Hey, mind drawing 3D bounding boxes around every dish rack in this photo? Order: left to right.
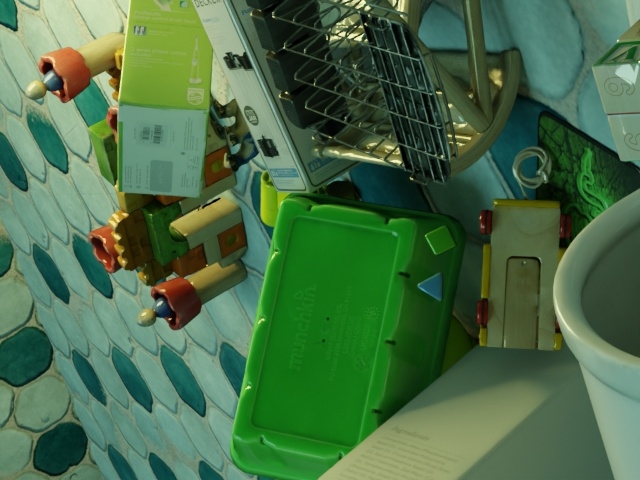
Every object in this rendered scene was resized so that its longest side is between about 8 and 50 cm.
[{"bbox_3d":[0.037,-0.170,1.378,0.271,0.074,0.208,26,147,45],"label":"dish rack"}]

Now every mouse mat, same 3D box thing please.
[{"bbox_3d":[0.287,-0.036,1.524,0.152,0.007,0.189,38,149,38],"label":"mouse mat"}]

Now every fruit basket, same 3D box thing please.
[{"bbox_3d":[0.056,0.135,1.773,0.283,0.392,0.392,10,137,13],"label":"fruit basket"}]

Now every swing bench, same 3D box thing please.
[{"bbox_3d":[0.072,-0.217,1.547,0.253,0.165,0.254,16,136,56],"label":"swing bench"}]

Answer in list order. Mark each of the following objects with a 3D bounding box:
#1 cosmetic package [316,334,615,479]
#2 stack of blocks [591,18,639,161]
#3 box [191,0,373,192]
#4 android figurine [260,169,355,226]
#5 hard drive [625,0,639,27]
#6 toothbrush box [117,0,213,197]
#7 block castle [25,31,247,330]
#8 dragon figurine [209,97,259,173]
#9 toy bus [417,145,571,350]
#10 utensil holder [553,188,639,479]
[{"bbox_3d":[0.167,0.298,1.570,0.161,0.453,0.230,10,128,48],"label":"cosmetic package"},{"bbox_3d":[0.353,-0.116,1.022,0.297,0.171,0.087,3,124,44],"label":"stack of blocks"},{"bbox_3d":[-0.027,-0.221,1.713,0.087,0.169,0.290,5,122,61],"label":"box"},{"bbox_3d":[0.000,0.000,2.050,0.248,0.056,0.273,43,149,31],"label":"android figurine"},{"bbox_3d":[0.335,-0.246,1.148,0.233,0.047,0.353,25,138,51],"label":"hard drive"},{"bbox_3d":[-0.208,-0.231,1.929,0.206,0.122,0.283,104,170,-58],"label":"toothbrush box"},{"bbox_3d":[-0.305,-0.089,2.332,0.303,0.213,0.453,37,147,40],"label":"block castle"},{"bbox_3d":[-0.070,-0.162,1.937,0.289,0.144,0.085,99,149,-68],"label":"dragon figurine"},{"bbox_3d":[0.225,0.028,1.572,0.191,0.202,0.104,49,-175,5],"label":"toy bus"},{"bbox_3d":[0.399,0.165,1.174,0.327,0.327,0.385,22,140,53],"label":"utensil holder"}]
